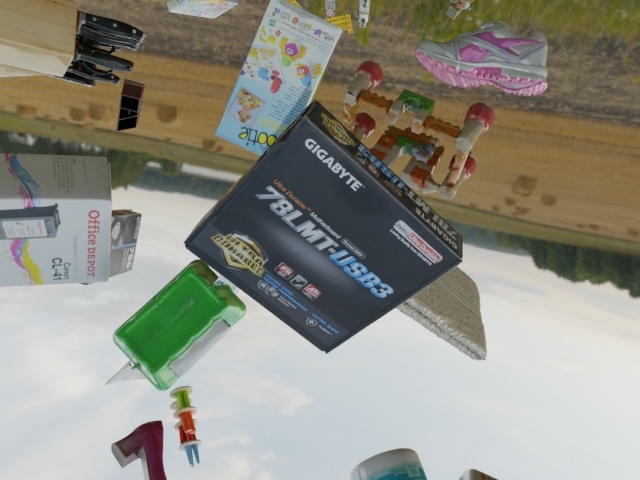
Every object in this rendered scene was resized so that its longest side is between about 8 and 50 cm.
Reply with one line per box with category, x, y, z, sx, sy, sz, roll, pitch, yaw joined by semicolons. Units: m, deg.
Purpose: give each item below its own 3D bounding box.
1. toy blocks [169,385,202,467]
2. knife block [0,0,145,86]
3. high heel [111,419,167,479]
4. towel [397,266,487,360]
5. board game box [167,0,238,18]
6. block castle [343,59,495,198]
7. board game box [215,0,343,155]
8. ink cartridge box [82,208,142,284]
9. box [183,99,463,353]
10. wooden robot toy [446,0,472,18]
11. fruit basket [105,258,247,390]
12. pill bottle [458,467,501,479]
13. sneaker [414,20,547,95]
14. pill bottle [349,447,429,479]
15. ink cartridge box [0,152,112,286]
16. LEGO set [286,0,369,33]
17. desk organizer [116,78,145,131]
toy blocks;-0.295;0.415;1.264;0.054;0.123;0.148;-10;-125;-20
knife block;-0.412;-0.312;0.842;0.242;0.088;0.276;-1;173;11
high heel;-0.303;0.469;1.133;0.244;0.082;0.117;40;-144;25
towel;0.225;0.102;1.105;0.049;0.187;0.282;-31;126;34
board game box;-0.305;-0.618;1.485;0.103;0.026;0.154;-10;-175;40
block castle;0.294;-0.356;1.815;0.453;0.213;0.303;26;147;16
board game box;-0.079;-0.310;1.118;0.144;0.275;0.142;25;-164;-6
ink cartridge box;-0.535;0.006;1.461;0.065;0.165;0.332;12;-174;1
box;0.000;0.000;0.834;0.295;0.293;0.073;41;-145;-15
wooden robot toy;0.369;-0.629;1.474;0.076;0.079;0.173;50;157;-10
fruit basket;-0.272;0.185;1.189;0.165;0.327;0.353;44;166;11
pill bottle;0.280;0.406;0.761;0.216;0.121;0.121;23;-174;9
sneaker;0.304;-0.350;1.065;0.252;0.111;0.103;16;179;18
pill bottle;0.159;0.536;1.056;0.146;0.146;0.264;7;-134;-33
ink cartridge box;-0.535;-0.033;1.008;0.306;0.226;0.131;-1;-134;-23
LEGO set;-0.020;-0.590;1.472;0.287;0.132;0.107;10;-161;-8
desk organizer;-0.445;-0.308;1.330;0.047;0.050;0.130;12;145;-18
